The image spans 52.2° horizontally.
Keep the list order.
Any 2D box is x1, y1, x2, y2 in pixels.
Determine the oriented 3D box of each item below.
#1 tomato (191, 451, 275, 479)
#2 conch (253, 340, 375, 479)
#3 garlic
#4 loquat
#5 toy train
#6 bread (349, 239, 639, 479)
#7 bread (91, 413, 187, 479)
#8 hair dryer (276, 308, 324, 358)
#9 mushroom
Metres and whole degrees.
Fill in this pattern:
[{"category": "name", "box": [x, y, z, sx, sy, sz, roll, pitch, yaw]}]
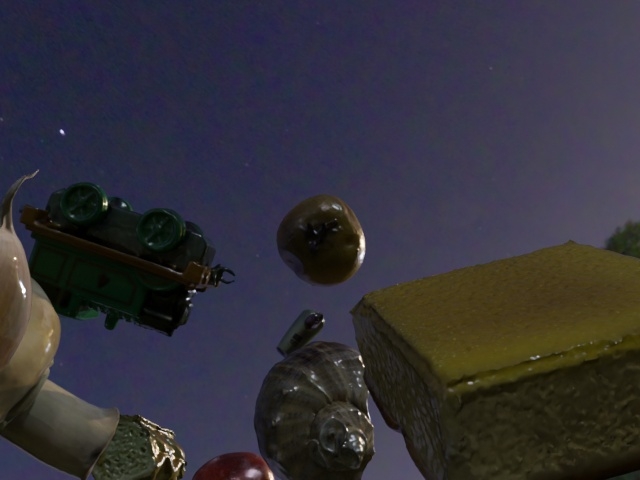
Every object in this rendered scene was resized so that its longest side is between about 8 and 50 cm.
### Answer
[{"category": "tomato", "box": [-0.171, 0.520, 1.300, 0.187, 0.151, 0.187, -12, -70, -34]}, {"category": "conch", "box": [-0.029, 0.260, 1.001, 0.158, 0.291, 0.210, 11, -90, -39]}, {"category": "garlic", "box": [-0.368, 0.057, 0.704, 0.128, 0.148, 0.267, 32, -115, -28]}, {"category": "loquat", "box": [0.000, 0.006, 1.499, 0.213, 0.213, 0.213, -22, -47, -26]}, {"category": "toy train", "box": [-0.373, 0.046, 1.205, 0.178, 0.429, 0.249, 68, -140, -82]}, {"category": "bread", "box": [0.226, 0.117, 0.692, 0.332, 0.323, 0.143, -12, -79, -8]}, {"category": "bread", "box": [-0.489, 0.575, 1.737, 0.196, 0.239, 0.252, -34, -21, -10]}, {"category": "hair dryer", "box": [-0.026, 0.165, 1.254, 0.106, 0.054, 0.154, -47, -5, -31]}, {"category": "mushroom", "box": [-0.445, 0.214, 0.930, 0.336, 0.314, 0.314, 36, -85, -18]}]
